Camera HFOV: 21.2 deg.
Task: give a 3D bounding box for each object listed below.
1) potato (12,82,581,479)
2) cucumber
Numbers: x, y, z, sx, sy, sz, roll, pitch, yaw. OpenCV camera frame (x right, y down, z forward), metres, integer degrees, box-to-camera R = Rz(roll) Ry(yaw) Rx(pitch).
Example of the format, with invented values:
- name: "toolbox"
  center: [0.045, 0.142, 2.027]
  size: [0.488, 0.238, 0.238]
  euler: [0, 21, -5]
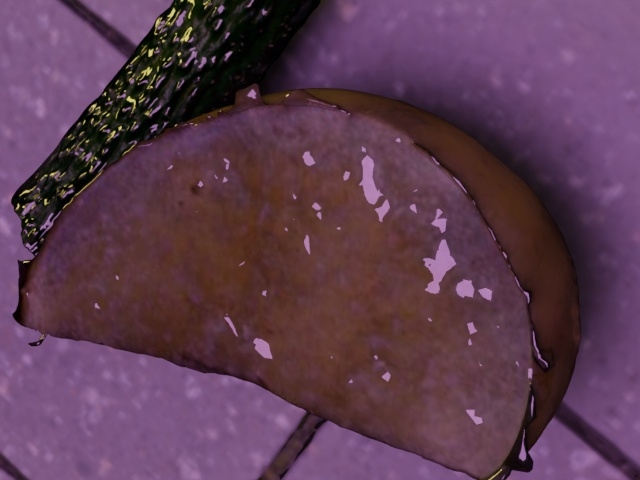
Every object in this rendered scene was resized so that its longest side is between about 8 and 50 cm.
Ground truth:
- name: "potato"
  center: [0.000, 0.000, 0.704]
  size: [0.243, 0.098, 0.138]
  euler: [16, 108, 25]
- name: "cucumber"
  center: [-0.067, -0.057, 0.744]
  size: [0.058, 0.058, 0.187]
  euler: [47, 119, 8]
